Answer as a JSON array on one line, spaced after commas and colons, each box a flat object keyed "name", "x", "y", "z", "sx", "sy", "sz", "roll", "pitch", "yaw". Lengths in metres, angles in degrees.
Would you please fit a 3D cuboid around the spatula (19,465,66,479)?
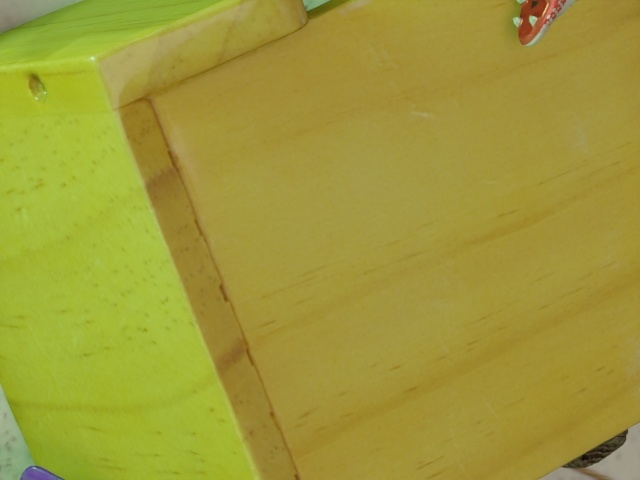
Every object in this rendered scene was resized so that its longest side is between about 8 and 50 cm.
[{"name": "spatula", "x": -0.234, "y": 0.147, "z": 1.007, "sx": 0.296, "sy": 0.030, "sz": 0.084, "roll": 13, "pitch": 136, "yaw": -2}]

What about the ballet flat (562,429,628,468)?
[{"name": "ballet flat", "x": 0.089, "y": 0.107, "z": 1.125, "sx": 0.250, "sy": 0.058, "sz": 0.084, "roll": 13, "pitch": 97, "yaw": -19}]

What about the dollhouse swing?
[{"name": "dollhouse swing", "x": 0.000, "y": 0.000, "z": 1.008, "sx": 0.305, "sy": 0.315, "sz": 0.347, "roll": -33, "pitch": 111, "yaw": -34}]

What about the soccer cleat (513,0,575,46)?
[{"name": "soccer cleat", "x": 0.128, "y": -0.133, "z": 0.898, "sx": 0.035, "sy": 0.029, "sz": 0.083, "roll": 30, "pitch": 77, "yaw": -25}]
